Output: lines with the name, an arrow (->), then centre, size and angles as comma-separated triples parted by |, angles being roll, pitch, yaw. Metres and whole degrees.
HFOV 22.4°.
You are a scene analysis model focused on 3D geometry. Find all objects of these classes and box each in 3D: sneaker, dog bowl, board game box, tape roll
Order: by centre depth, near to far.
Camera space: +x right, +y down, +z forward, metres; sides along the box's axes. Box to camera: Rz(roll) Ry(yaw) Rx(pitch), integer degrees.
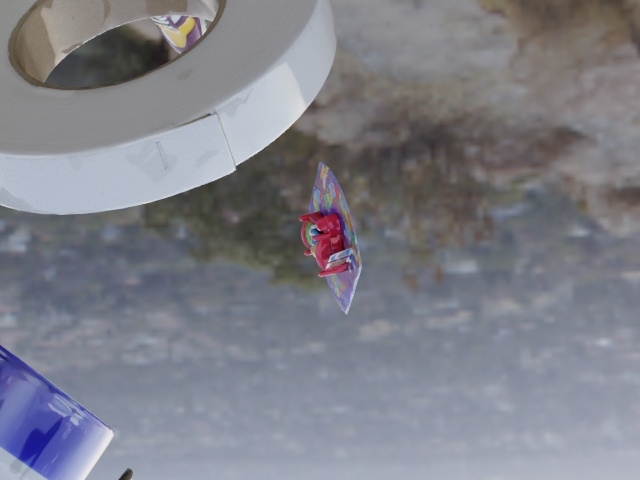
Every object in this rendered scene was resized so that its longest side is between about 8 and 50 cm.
tape roll -> -0.177, -0.176, 1.482 | 0.392, 0.392, 0.072 | -4, 132, 13
dog bowl -> -0.335, 0.153, 1.581 | 0.265, 0.104, 0.265 | 34, 169, 7
board game box -> 0.000, 0.000, 1.704 | 0.033, 0.133, 0.168 | -13, 155, -15
sneaker -> -0.195, -0.282, 1.884 | 0.070, 0.084, 0.185 | 8, 135, 34

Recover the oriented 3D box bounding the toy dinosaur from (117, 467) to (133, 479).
toy dinosaur -> -0.038, 0.238, 0.929 | 0.160, 0.313, 0.121 | -37, 124, 7
